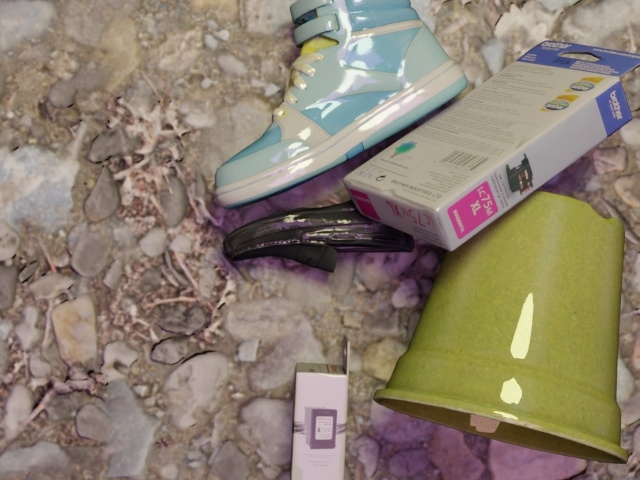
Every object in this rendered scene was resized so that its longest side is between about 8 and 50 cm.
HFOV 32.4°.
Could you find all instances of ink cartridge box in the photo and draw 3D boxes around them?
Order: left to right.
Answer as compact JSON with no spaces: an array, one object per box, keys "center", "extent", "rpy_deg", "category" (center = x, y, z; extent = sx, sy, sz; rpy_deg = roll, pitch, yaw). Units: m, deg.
[{"center":[-0.002,0.198,1.258],"extent":[0.060,0.104,0.180],"rpy_deg":[3,90,-1],"category":"ink cartridge box"},{"center":[0.198,-0.113,1.201],"extent":[0.311,0.186,0.065],"rpy_deg":[-37,118,-16],"category":"ink cartridge box"}]

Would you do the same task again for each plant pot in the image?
[{"center":[0.221,0.087,1.208],"extent":[0.276,0.276,0.253],"rpy_deg":[15,78,-3],"category":"plant pot"}]

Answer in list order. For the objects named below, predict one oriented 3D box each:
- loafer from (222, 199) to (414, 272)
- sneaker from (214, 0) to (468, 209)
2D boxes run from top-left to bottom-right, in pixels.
[{"center":[0.000,0.000,1.270],"extent":[0.223,0.076,0.078],"rpy_deg":[-10,82,-6],"category":"loafer"},{"center":[-0.014,-0.183,1.247],"extent":[0.319,0.127,0.208],"rpy_deg":[-30,94,-12],"category":"sneaker"}]
